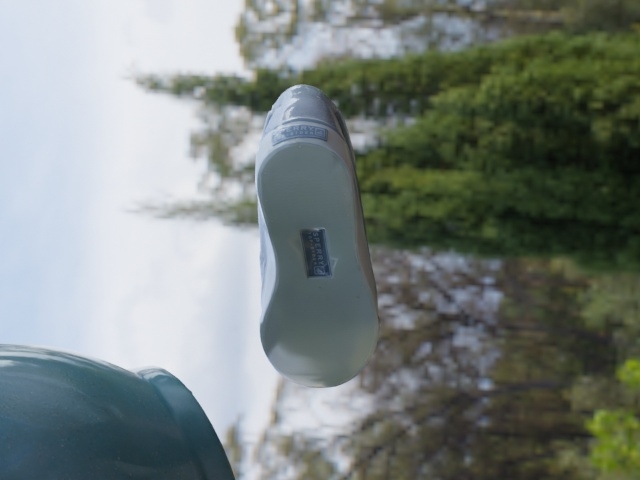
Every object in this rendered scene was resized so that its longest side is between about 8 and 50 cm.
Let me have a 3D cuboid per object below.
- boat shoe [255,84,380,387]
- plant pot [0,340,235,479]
[{"bbox_3d":[-0.001,0.000,0.961,0.081,0.079,0.227,-86,-6,-47],"label":"boat shoe"},{"bbox_3d":[-0.173,0.193,1.001,0.293,0.196,0.293,34,132,48],"label":"plant pot"}]
